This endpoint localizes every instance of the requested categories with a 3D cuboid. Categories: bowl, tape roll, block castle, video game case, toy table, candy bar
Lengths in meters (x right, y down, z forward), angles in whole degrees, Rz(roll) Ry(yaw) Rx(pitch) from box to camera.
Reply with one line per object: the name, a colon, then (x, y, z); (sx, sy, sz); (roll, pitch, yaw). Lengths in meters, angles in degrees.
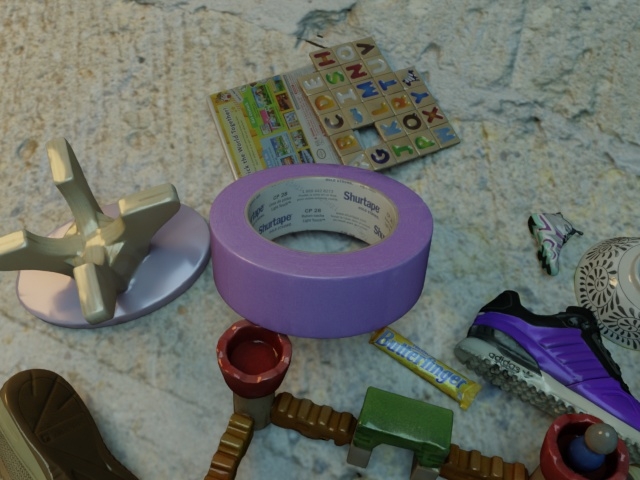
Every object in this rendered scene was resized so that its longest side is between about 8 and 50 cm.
bowl: (0.446, 0.059, 0.811); (0.170, 0.080, 0.170); (0, 67, 0)
tape roll: (0.000, 0.000, 0.756); (0.274, 0.090, 0.275); (2, 34, -1)
block castle: (0.068, 0.275, 0.601); (0.453, 0.213, 0.303); (16, 47, 7)
video game case: (-0.048, -0.161, 0.930); (0.206, 0.026, 0.227); (-19, 70, -8)
toy table: (-0.293, 0.004, 0.791); (0.274, 0.161, 0.252); (-30, 71, -10)
candy bar: (0.137, 0.166, 0.800); (0.161, 0.018, 0.040); (33, 71, 12)

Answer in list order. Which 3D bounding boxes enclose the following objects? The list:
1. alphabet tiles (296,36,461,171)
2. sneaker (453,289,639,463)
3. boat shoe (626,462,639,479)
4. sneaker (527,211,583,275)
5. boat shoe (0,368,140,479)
alphabet tiles: (0.083, -0.222, 0.944); (0.198, 0.009, 0.237); (-20, 71, -18)
sneaker: (0.332, 0.160, 0.757); (0.293, 0.102, 0.146); (31, 70, 12)
boat shoe: (0.371, 0.361, 0.661); (0.073, 0.080, 0.223); (-12, 41, 4)
sneaker: (0.346, 0.001, 0.856); (0.069, 0.038, 0.098); (-7, 68, -2)
boat shoe: (-0.288, 0.317, 0.700); (0.110, 0.121, 0.341); (-44, 70, 21)
